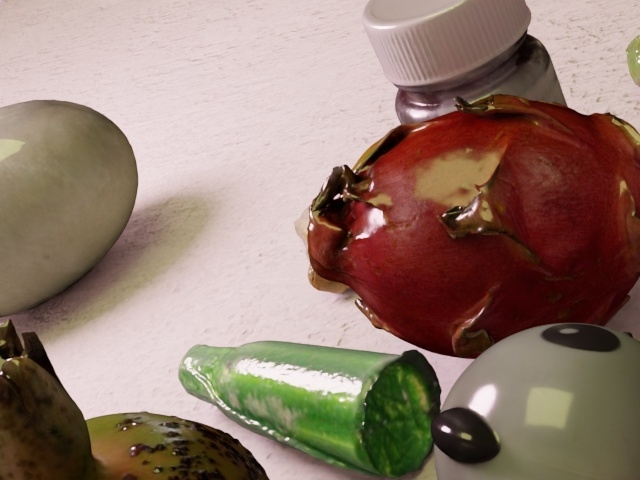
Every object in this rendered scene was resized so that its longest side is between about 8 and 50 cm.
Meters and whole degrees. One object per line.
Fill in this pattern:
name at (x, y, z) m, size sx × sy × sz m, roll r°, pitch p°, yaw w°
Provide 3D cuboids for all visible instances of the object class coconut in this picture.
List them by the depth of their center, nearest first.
coconut at (0.382, -0.202, 1.180) m, size 0.083 × 0.081 × 0.082 m, roll -24°, pitch -9°, yaw 37°

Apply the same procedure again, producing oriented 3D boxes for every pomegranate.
pomegranate at (-0.155, 0.212, 0.715) m, size 0.284 × 0.341 × 0.285 m, roll -18°, pitch 30°, yaw 10°

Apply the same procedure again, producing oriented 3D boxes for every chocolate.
chocolate at (-0.027, 0.139, 0.972) m, size 0.291 × 0.110 × 0.110 m, roll 4°, pitch 43°, yaw 47°

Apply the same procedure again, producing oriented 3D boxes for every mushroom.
mushroom at (0.003, -0.002, 1.211) m, size 0.059 × 0.054 × 0.202 m, roll -23°, pitch 24°, yaw 2°

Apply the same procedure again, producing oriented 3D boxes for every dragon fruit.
dragon fruit at (0.149, -0.009, 0.910) m, size 0.314 × 0.250 × 0.250 m, roll 9°, pitch 25°, yaw -16°

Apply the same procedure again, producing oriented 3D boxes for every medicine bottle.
medicine bottle at (0.160, -0.136, 1.060) m, size 0.165 × 0.273 × 0.165 m, roll -20°, pitch 32°, yaw 13°

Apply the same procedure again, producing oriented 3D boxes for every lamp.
lamp at (0.196, 0.148, 0.695) m, size 0.243 × 0.198 × 0.198 m, roll 9°, pitch 43°, yaw 22°

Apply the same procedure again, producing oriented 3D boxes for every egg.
egg at (-0.405, -0.042, 1.401) m, size 0.352 × 0.259 × 0.258 m, roll -34°, pitch 30°, yaw -16°
